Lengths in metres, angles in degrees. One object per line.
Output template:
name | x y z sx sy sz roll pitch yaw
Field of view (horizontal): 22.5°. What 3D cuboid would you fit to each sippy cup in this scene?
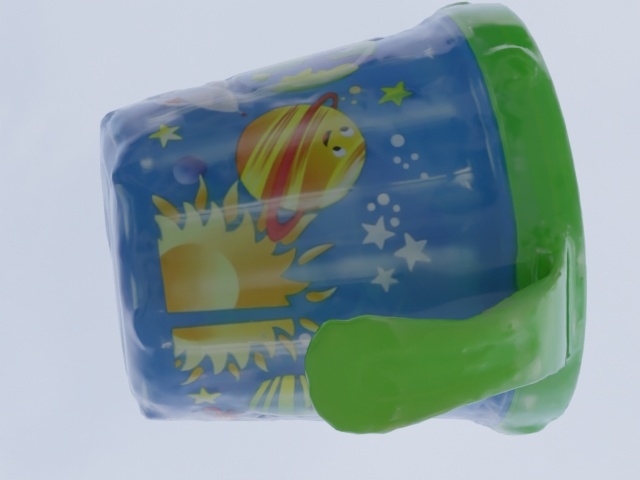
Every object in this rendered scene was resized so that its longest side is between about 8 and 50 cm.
sippy cup | 0.000 0.000 0.862 0.224 0.305 0.240 -8 -103 -9
